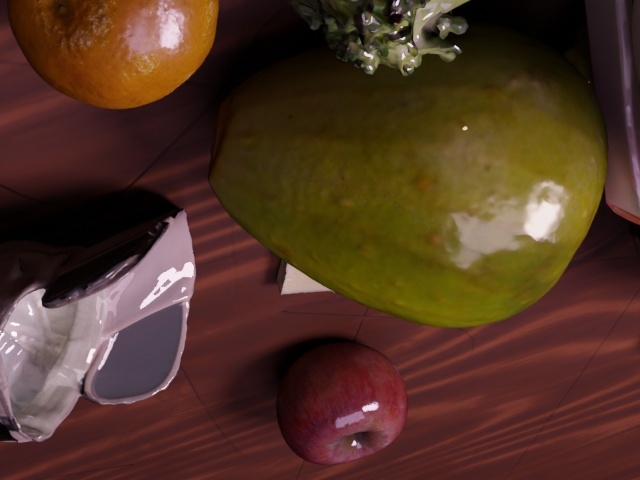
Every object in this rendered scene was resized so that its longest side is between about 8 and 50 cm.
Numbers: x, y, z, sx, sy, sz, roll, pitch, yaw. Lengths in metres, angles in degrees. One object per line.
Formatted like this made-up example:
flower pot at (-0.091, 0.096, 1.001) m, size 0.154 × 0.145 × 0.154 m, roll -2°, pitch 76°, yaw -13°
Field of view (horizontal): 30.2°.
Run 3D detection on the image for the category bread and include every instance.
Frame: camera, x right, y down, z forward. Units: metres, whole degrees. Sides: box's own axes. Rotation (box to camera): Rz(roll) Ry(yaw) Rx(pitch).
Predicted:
bread at (0.000, 0.000, 1.195) m, size 0.068 × 0.028 × 0.154 m, roll -4°, pitch 139°, yaw -17°

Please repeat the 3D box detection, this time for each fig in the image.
fig at (0.068, -0.064, 0.990) m, size 0.326 × 0.258 × 0.258 m, roll 9°, pitch 138°, yaw 4°

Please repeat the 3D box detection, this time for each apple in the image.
apple at (0.023, 0.183, 1.346) m, size 0.153 × 0.120 × 0.153 m, roll -15°, pitch 146°, yaw -11°

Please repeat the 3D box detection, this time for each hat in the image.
hat at (-0.228, 0.059, 1.086) m, size 0.275 × 0.161 × 0.232 m, roll -35°, pitch 156°, yaw -18°

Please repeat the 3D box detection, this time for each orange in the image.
orange at (-0.145, -0.172, 0.852) m, size 0.155 × 0.154 × 0.134 m, roll -49°, pitch 174°, yaw 31°

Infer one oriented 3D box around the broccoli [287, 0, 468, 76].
broccoli at (0.083, -0.246, 0.779) m, size 0.259 × 0.288 × 0.235 m, roll -25°, pitch 101°, yaw -2°

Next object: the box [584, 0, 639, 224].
box at (0.392, -0.166, 0.867) m, size 0.312 × 0.300 × 0.314 m, roll -13°, pitch 109°, yaw -6°

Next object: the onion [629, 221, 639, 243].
onion at (0.492, 0.007, 1.197) m, size 0.341 × 0.341 × 0.341 m, roll -11°, pitch 140°, yaw -10°

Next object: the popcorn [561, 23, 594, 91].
popcorn at (0.254, -0.125, 1.089) m, size 0.125 × 0.126 × 0.145 m, roll -10°, pitch 130°, yaw -52°
